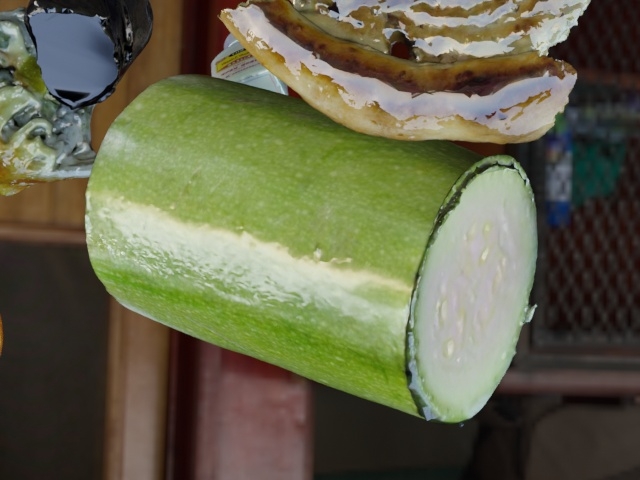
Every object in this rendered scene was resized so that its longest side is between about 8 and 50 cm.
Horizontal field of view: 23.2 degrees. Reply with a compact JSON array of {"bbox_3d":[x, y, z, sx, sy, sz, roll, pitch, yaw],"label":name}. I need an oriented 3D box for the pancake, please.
[{"bbox_3d":[0.079,-0.151,1.170,0.257,0.212,0.056,-30,173,11],"label":"pancake"}]

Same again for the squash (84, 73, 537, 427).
[{"bbox_3d":[0.000,0.000,1.500,0.384,0.263,0.263,18,-176,32],"label":"squash"}]

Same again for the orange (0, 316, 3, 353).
[{"bbox_3d":[-0.499,0.107,1.728,0.283,0.284,0.226,2,162,-5],"label":"orange"}]

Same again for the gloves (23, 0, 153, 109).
[{"bbox_3d":[-0.269,-0.257,1.767,0.152,0.197,0.301,-17,-145,-12],"label":"gloves"}]

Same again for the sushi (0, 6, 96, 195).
[{"bbox_3d":[-0.377,-0.167,1.921,0.184,0.274,0.139,-37,-172,-34],"label":"sushi"}]

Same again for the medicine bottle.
[{"bbox_3d":[-0.080,-0.187,1.725,0.074,0.055,0.118,-22,-146,10],"label":"medicine bottle"}]
